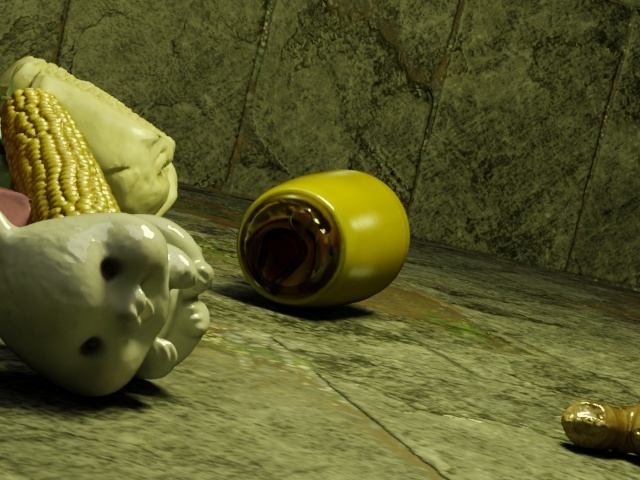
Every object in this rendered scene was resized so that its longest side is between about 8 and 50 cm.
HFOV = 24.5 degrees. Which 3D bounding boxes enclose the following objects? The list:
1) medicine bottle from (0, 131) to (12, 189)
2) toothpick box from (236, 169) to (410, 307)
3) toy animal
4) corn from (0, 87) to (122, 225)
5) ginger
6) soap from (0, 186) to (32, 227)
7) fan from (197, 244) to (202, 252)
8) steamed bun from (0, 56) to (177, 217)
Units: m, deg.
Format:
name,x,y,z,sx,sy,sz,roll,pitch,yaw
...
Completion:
name,x,y,z,sx,sy,sz,roll,pitch,yaw
medicine bottle,-0.413,-0.096,1.673,0.121,0.083,0.229,2,41,-32
toothpick box,0.000,0.000,1.821,0.175,0.175,0.271,15,7,15
toy animal,-0.174,0.034,1.047,0.178,0.127,0.193,14,5,26
corn,-0.277,-0.053,1.573,0.101,0.101,0.310,12,28,-33
ginger,0.296,0.169,1.301,0.165,0.067,0.096,-3,11,-27
soap,-0.448,-0.045,1.502,0.259,0.081,0.181,17,5,37
fan,-0.294,-0.015,1.987,0.282,0.057,0.023,19,-12,-16
steamed bun,-0.310,-0.089,1.841,0.289,0.203,0.276,33,4,31
